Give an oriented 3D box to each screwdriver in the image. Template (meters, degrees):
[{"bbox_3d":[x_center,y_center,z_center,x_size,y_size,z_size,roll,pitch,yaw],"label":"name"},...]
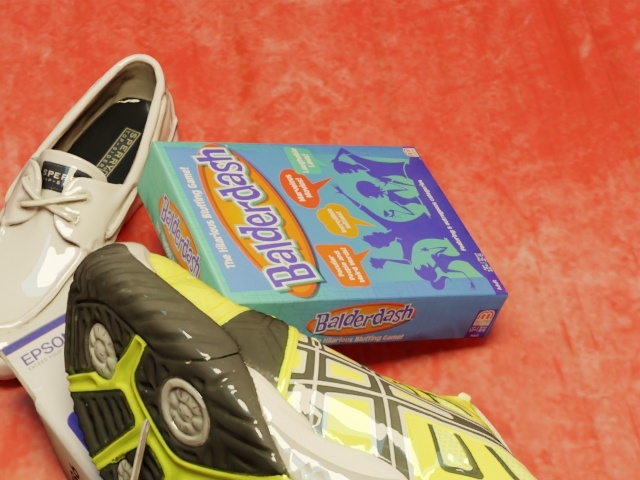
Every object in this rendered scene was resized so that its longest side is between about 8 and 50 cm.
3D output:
[{"bbox_3d":[-0.117,0.172,0.819,0.025,0.169,0.024,8,23,-2],"label":"screwdriver"}]

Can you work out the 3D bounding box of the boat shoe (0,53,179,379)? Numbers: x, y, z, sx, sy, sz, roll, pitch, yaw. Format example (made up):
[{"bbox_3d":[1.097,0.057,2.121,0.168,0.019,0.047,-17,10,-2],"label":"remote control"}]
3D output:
[{"bbox_3d":[-0.175,-0.025,1.016,0.096,0.088,0.267,23,54,15],"label":"boat shoe"}]

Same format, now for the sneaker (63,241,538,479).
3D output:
[{"bbox_3d":[0.006,0.129,0.812,0.385,0.145,0.147,39,39,23],"label":"sneaker"}]

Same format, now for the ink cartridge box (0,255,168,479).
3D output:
[{"bbox_3d":[-0.043,0.154,0.895,0.165,0.065,0.332,-30,60,-23],"label":"ink cartridge box"}]

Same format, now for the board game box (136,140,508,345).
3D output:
[{"bbox_3d":[0.000,0.000,0.979,0.210,0.047,0.160,-2,43,-29],"label":"board game box"}]
